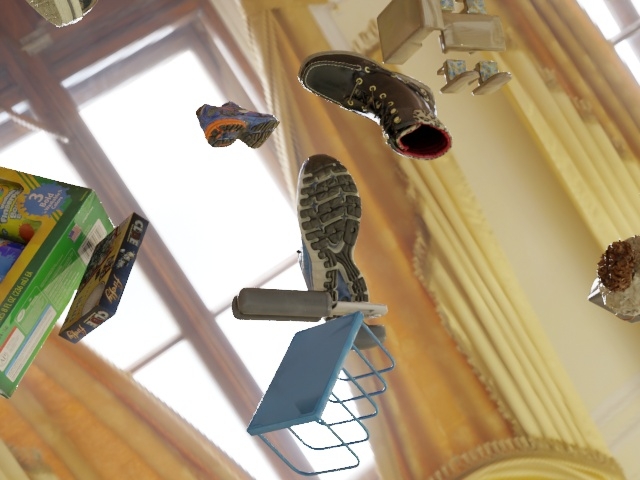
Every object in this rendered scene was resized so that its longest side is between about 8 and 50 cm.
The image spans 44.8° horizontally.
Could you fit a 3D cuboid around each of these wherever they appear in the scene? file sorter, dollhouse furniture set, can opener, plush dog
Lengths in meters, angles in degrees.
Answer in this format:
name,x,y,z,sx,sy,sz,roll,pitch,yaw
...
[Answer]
name,x,y,z,sx,sy,sz,roll,pitch,yaw
file sorter,0.010,0.196,0.981,0.118,0.104,0.170,-24,-154,38
dollhouse furniture set,0.253,-0.406,1.463,0.241,0.212,0.161,-3,168,-23
can opener,-0.011,0.138,1.342,0.283,0.095,0.076,4,157,-23
plush dog,0.565,0.043,1.275,0.225,0.211,0.262,-34,142,13

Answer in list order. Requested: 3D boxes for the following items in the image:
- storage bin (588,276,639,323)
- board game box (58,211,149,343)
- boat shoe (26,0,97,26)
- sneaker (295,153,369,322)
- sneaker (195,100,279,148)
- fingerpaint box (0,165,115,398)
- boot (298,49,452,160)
name,x,y,z,sx,sy,sz,roll,pitch,yaw
storage bin,0.597,0.115,1.526,0.098,0.135,0.091,-62,179,-20
board game box,-0.440,0.075,1.587,0.165,0.042,0.243,-32,-146,38
boat shoe,-0.383,-0.501,1.055,0.156,0.186,0.500,-46,167,-19
sneaker,0.000,0.000,1.473,0.129,0.330,0.147,-11,-165,-23
sneaker,-0.160,-0.238,1.538,0.083,0.087,0.221,-45,162,26
fingerpaint box,-0.720,0.059,1.651,0.163,0.370,0.445,79,30,-54
boot,0.087,-0.211,1.202,0.179,0.236,0.085,-102,-149,-55
